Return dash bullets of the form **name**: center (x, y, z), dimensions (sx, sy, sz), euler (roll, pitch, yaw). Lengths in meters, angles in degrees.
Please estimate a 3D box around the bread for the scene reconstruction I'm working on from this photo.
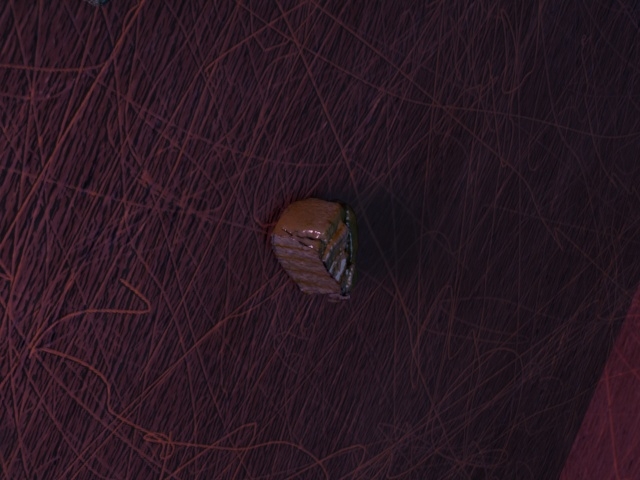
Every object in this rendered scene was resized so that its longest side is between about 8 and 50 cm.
- **bread**: center (0.002, 0.002, 2.226), dimensions (0.110, 0.103, 0.156), euler (-65, 153, -27)

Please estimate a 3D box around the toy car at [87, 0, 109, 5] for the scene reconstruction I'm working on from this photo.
- **toy car**: center (-0.251, -0.319, 1.721), dimensions (0.093, 0.058, 0.186), euler (-62, 158, -12)
